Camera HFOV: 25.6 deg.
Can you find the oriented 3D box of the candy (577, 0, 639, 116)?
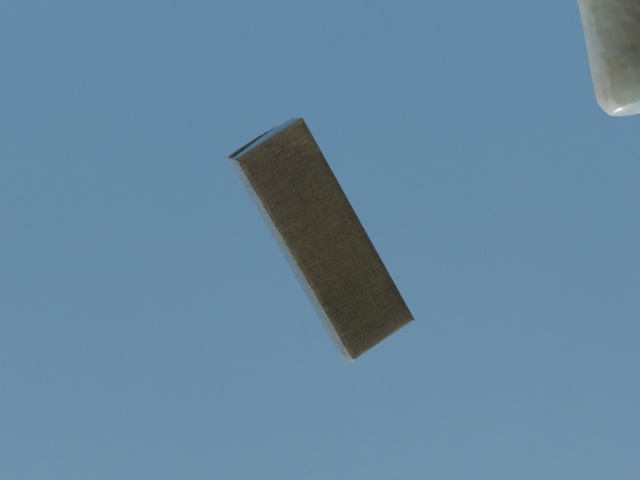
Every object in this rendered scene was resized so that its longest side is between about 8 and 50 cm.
[{"bbox_3d":[0.232,-0.179,0.925,0.138,0.071,0.174,-14,-85,-6],"label":"candy"}]

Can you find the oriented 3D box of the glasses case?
[{"bbox_3d":[0.000,0.000,1.210,0.070,0.047,0.205,-33,-77,-12],"label":"glasses case"}]
